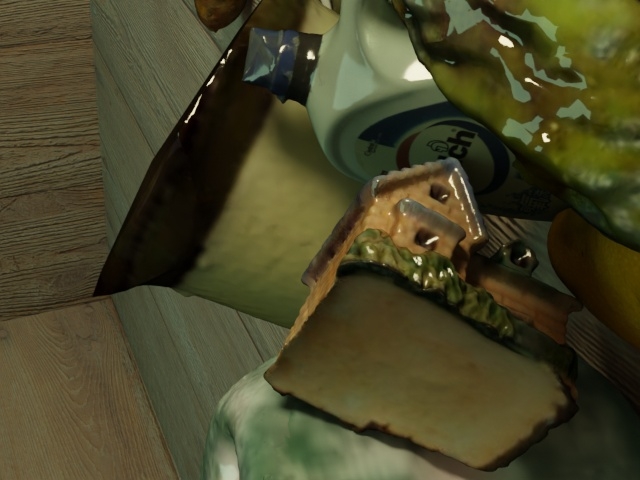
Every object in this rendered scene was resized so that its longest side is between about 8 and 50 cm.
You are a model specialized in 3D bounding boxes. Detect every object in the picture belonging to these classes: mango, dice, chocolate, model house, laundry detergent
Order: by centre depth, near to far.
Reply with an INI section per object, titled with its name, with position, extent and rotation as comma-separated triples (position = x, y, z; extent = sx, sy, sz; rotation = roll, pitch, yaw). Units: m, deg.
[mango]
position = 0.236, 0.015, 0.589
extent = 0.157, 0.109, 0.262
rotation = 51, 177, -10
[model house]
position = 0.087, 0.040, 0.664
extent = 0.166, 0.183, 0.172
rotation = -55, 8, 45
[laundry detergent]
position = 0.085, -0.119, 0.678
extent = 0.215, 0.281, 0.105
rotation = 109, 174, -54
[dice]
position = 0.085, 0.286, 0.775
extent = 0.348, 0.328, 0.330
rotation = 104, 156, -43
[chocolate]
position = -0.003, -0.049, 0.896
extent = 0.314, 0.297, 0.326
rotation = -55, 5, 40

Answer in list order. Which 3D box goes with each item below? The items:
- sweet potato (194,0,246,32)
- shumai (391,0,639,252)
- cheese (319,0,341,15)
[sweet potato]
position = -0.133, -0.451, 1.313
extent = 0.385, 0.109, 0.109
rotation = 109, 143, -51
[shumai]
position = 0.200, -0.163, 0.405
extent = 0.304, 0.309, 0.263
rotation = -60, -4, -42
[cheese]
position = 0.003, -0.283, 1.032
extent = 0.235, 0.050, 0.127
rotation = -89, -12, -70
